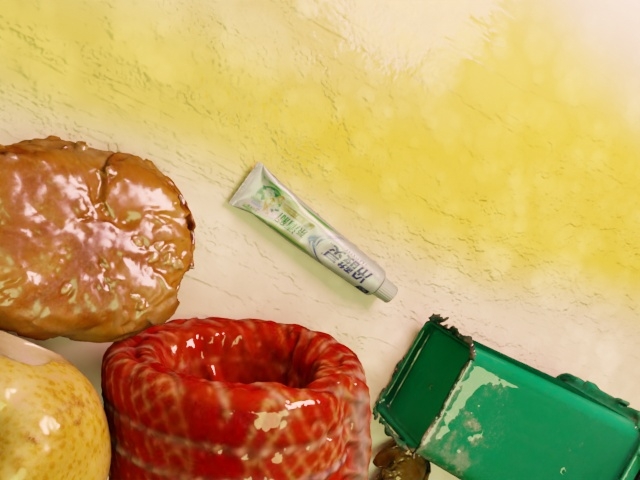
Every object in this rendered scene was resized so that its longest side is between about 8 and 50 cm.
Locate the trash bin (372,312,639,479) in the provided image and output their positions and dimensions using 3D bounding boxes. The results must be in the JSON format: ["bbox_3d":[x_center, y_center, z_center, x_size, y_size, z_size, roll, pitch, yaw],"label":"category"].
[{"bbox_3d":[0.307,0.306,1.136,0.381,0.295,0.259,28,91,-17],"label":"trash bin"}]

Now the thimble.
[{"bbox_3d":[-0.105,0.242,0.940,0.350,0.350,0.231,0,102,-20],"label":"thimble"}]

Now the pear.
[{"bbox_3d":[-0.360,0.231,0.789,0.271,0.271,0.271,-4,103,-19],"label":"pear"}]

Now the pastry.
[{"bbox_3d":[-0.315,0.000,0.899,0.311,0.162,0.255,15,74,-32],"label":"pastry"}]

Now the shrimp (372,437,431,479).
[{"bbox_3d":[0.072,0.425,1.190,0.262,0.066,0.117,-28,95,-27],"label":"shrimp"}]

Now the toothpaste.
[{"bbox_3d":[0.000,0.000,1.081,0.297,0.048,0.075,37,90,-19],"label":"toothpaste"}]
